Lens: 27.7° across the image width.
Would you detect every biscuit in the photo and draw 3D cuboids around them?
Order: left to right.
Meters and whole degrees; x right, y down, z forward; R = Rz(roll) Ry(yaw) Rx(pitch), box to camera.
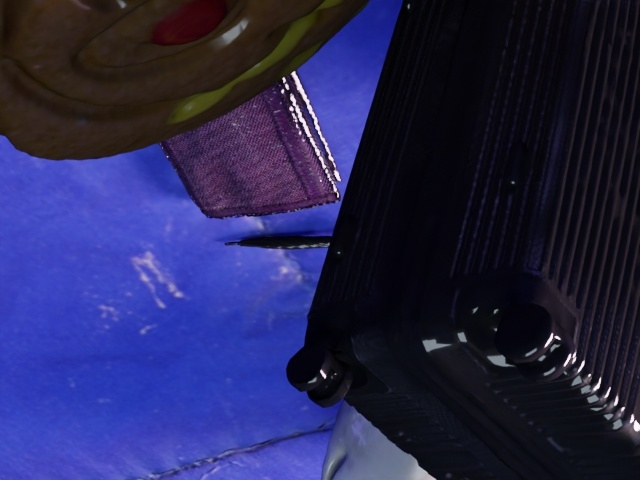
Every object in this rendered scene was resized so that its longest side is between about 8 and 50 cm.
[{"bbox_3d":[-0.031,-0.167,0.607,0.070,0.350,0.394,53,143,14],"label":"biscuit"}]

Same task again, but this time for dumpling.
[{"bbox_3d":[0.109,0.146,1.066,0.179,0.131,0.252,15,117,-40],"label":"dumpling"}]

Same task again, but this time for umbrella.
[{"bbox_3d":[0.000,0.002,0.973,0.149,0.022,0.022,-3,110,7],"label":"umbrella"}]

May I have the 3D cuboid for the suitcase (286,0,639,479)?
[{"bbox_3d":[0.138,-0.013,0.716,0.152,0.335,0.229,-12,137,37],"label":"suitcase"}]

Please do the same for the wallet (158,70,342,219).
[{"bbox_3d":[-0.060,-0.077,0.885,0.111,0.030,0.166,-12,135,15],"label":"wallet"}]
